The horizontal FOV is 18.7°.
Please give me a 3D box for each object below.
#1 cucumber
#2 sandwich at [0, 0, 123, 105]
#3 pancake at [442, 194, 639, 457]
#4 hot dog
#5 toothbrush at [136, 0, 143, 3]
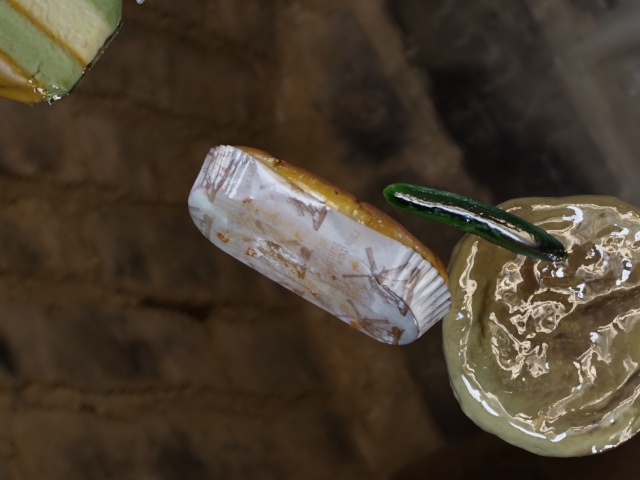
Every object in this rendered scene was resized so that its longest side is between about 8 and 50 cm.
[{"bbox_3d":[0.145,-0.020,1.819,0.184,0.036,0.033,19,178,17],"label":"cucumber"},{"bbox_3d":[-0.301,-0.242,1.603,0.155,0.227,0.198,-58,-30,-26],"label":"sandwich"},{"bbox_3d":[0.253,0.081,2.024,0.049,0.294,0.294,59,-173,-70],"label":"pancake"},{"bbox_3d":[0.000,0.000,1.783,0.268,0.144,0.075,34,-123,9],"label":"hot dog"},{"bbox_3d":[-0.166,-0.330,2.138,0.014,0.167,0.011,44,-150,22],"label":"toothbrush"}]
